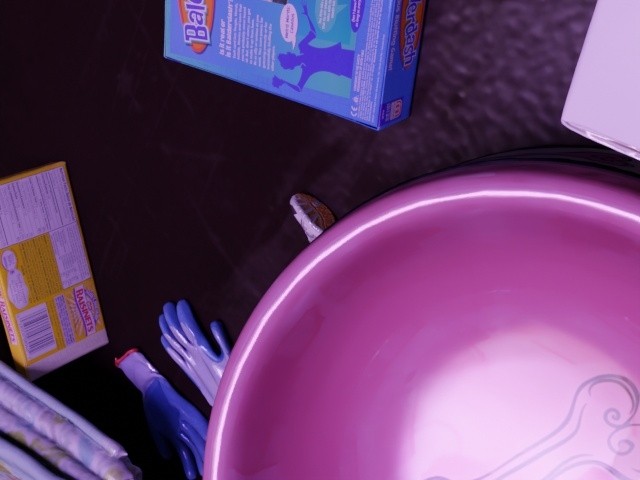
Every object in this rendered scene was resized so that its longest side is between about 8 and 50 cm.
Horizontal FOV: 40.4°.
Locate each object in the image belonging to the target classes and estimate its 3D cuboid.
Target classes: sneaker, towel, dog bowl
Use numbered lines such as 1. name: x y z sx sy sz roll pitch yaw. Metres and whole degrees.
1. sneaker: 0.000 0.000 0.701 0.083 0.032 0.037 49 131 12
2. towel: -0.309 0.255 0.945 0.374 0.090 0.320 24 145 29
3. dog bowl: 0.114 0.138 0.484 0.408 0.150 0.408 -2 85 24

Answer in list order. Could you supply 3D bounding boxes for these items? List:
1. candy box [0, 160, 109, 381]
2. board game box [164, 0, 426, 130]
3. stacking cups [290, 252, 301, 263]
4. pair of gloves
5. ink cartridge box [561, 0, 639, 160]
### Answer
1. candy box: -0.286 0.030 0.893 0.027 0.105 0.206 3 110 37
2. board game box: -0.023 -0.187 0.630 0.210 0.047 0.160 24 123 29
3. stacking cups: 0.104 0.114 0.625 0.316 0.096 0.096 36 127 22
4. pair of gloves: -0.136 0.153 0.880 0.159 0.023 0.198 53 132 8
5. ink cartridge box: 0.200 -0.127 0.361 0.092 0.219 0.160 27 123 27
